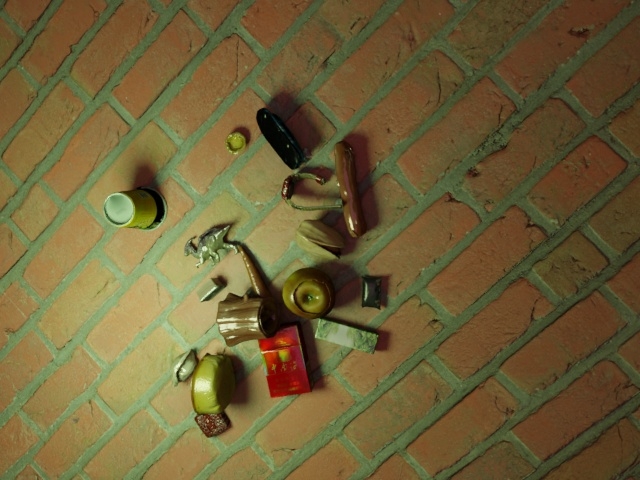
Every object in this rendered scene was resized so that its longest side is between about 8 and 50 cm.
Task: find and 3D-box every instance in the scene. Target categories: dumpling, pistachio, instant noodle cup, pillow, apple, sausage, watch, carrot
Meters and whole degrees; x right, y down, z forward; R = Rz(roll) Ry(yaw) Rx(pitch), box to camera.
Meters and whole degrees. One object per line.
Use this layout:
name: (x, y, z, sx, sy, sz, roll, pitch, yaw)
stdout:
dumpling: (-0.655, 0.608, 1.937, 0.118, 0.136, 0.199, 19, 108, 0)
pistachio: (0.000, 0.000, 1.777, 0.229, 0.157, 0.158, 26, 98, -6)
instant noodle cup: (-0.843, -0.143, 1.853, 0.215, 0.236, 0.216, 0, 94, 6)
pillow: (0.223, 0.231, 1.811, 0.090, 0.048, 0.150, 2, 97, 6)
apple: (-0.050, 0.232, 1.773, 0.236, 0.207, 0.237, 1, 97, 7)
sausage: (0.126, -0.221, 1.769, 0.094, 0.094, 0.420, -6, 95, 52)
watch: (-0.036, -0.210, 1.782, 0.267, 0.102, 0.165, 1, 74, 9)
carrot: (-0.298, 0.175, 1.885, 0.069, 0.069, 0.336, -27, 85, 10)

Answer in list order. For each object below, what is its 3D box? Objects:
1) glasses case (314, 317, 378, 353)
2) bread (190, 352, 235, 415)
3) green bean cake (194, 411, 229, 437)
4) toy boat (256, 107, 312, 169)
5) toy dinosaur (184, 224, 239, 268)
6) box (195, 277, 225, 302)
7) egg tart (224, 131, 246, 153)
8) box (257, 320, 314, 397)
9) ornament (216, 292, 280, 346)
glasses case: (0.118, 0.423, 1.837, 0.271, 0.062, 0.096, 15, 91, 7)
bread: (-0.488, 0.645, 1.852, 0.147, 0.270, 0.270, -3, 94, 8)
green bean cake: (-0.523, 0.866, 1.974, 0.135, 0.056, 0.135, -34, 88, 10)
toy boat: (-0.160, -0.459, 1.797, 0.092, 0.134, 0.299, -34, 86, -27)
toy dinosaur: (-0.510, 0.034, 1.894, 0.293, 0.077, 0.162, -25, 90, 11)
box: (-0.515, 0.227, 1.908, 0.122, 0.089, 0.062, -41, 77, 9)
egg tart: (-0.380, -0.439, 1.854, 0.104, 0.039, 0.105, 1, 94, 9)
box: (-0.160, 0.544, 1.877, 0.197, 0.089, 0.314, -12, 92, 11)
ornament: (-0.302, 0.343, 1.790, 0.217, 0.221, 0.236, -7, 73, 26)
